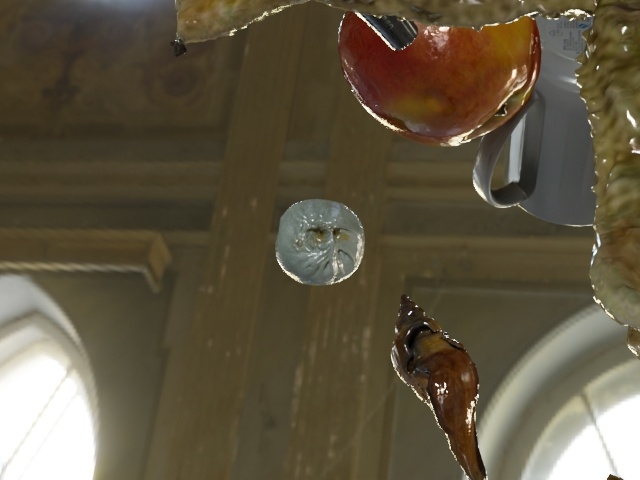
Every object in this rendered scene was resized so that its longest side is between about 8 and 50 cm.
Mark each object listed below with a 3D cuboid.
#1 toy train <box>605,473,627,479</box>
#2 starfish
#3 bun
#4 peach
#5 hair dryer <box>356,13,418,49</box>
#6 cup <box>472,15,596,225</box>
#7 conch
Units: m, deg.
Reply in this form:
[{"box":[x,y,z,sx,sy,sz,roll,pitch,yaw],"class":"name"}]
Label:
[{"box":[0.409,0.358,1.425,0.136,0.091,0.228,29,-7,-32],"class":"toy train"},{"box":[0.111,-0.142,0.598,0.324,0.432,0.082,24,-39,16],"class":"starfish"},{"box":[0.000,0.000,1.716,0.141,0.140,0.083,8,-14,0],"class":"bun"},{"box":[0.166,-0.269,1.576,0.281,0.280,0.238,1,-4,14],"class":"peach"},{"box":[0.090,-0.306,1.093,0.219,0.075,0.195,-33,-56,20],"class":"hair dryer"},{"box":[0.385,-0.200,1.795,0.323,0.237,0.326,-25,-39,-17],"class":"cup"},{"box":[0.144,0.163,1.270,0.080,0.232,0.086,-30,-35,-5],"class":"conch"}]
